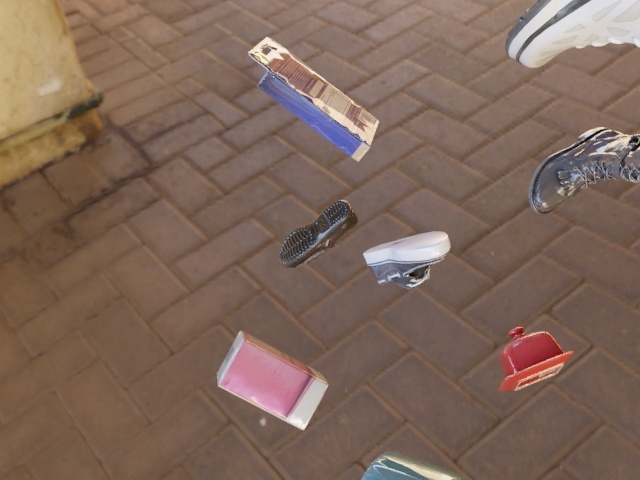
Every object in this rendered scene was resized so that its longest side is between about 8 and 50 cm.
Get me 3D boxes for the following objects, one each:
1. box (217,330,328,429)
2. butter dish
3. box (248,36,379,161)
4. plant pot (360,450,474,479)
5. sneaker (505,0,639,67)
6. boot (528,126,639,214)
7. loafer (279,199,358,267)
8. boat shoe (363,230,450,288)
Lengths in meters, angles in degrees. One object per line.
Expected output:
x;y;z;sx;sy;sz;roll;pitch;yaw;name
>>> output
-0.117;0.330;1.972;0.232;0.148;0.127;29;88;-9;box
0.443;0.242;1.778;0.160;0.160;0.118;-21;68;-1;butter dish
-0.013;-0.220;1.267;0.225;0.036;0.136;38;26;-7;box
0.204;0.529;1.417;0.235;0.293;0.293;4;45;30;plant pot
0.446;-0.294;1.173;0.169;0.447;0.257;-43;91;-17;sneaker
0.546;-0.138;1.588;0.263;0.091;0.229;-43;21;-8;boot
0.000;0.000;1.873;0.220;0.078;0.080;-35;46;22;loafer
0.189;0.051;1.746;0.108;0.102;0.301;-24;4;-25;boat shoe
